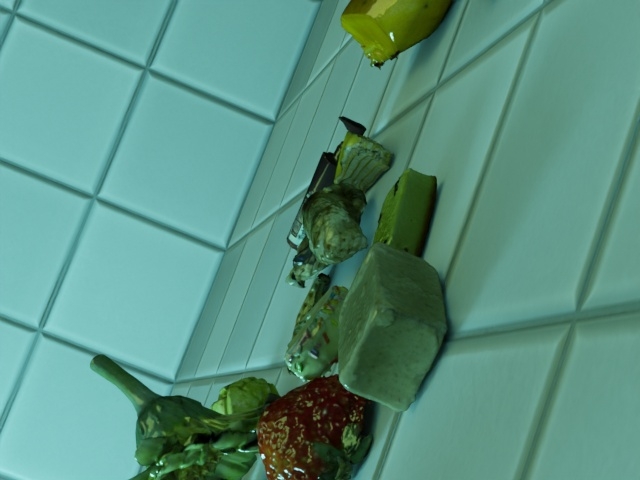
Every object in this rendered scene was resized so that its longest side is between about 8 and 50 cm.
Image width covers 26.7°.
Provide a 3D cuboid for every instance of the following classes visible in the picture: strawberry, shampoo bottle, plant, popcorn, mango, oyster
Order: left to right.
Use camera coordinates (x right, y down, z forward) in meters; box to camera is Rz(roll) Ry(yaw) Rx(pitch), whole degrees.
[{"bbox_3d":[-0.169,0.265,1.862,0.306,0.261,0.297,82,173,-60],"label":"plant"},{"bbox_3d":[-0.111,0.268,2.042,0.120,0.116,0.106,-30,42,-8],"label":"popcorn"},{"bbox_3d":[-0.017,0.218,1.566,0.236,0.106,0.175,164,128,-79],"label":"strawberry"},{"bbox_3d":[-0.005,0.003,2.029,0.294,0.094,0.166,-48,18,57],"label":"oyster"},{"bbox_3d":[0.013,-0.090,2.244,0.067,0.068,0.236,-87,22,-70],"label":"shampoo bottle"},{"bbox_3d":[0.124,-0.356,2.055,0.154,0.126,0.252,-50,9,-28],"label":"mango"}]

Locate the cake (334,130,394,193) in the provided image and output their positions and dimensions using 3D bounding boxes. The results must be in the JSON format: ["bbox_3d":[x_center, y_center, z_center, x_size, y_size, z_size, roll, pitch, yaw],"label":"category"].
[{"bbox_3d":[0.051,-0.109,2.054,0.116,0.079,0.185,-63,14,11],"label":"cake"}]

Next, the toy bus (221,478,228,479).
[{"bbox_3d":[-0.194,0.402,2.153,0.199,0.108,0.096,-141,73,-81],"label":"toy bus"}]

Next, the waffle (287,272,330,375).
[{"bbox_3d":[-0.019,0.127,2.056,0.153,0.023,0.097,-78,13,-55],"label":"waffle"}]

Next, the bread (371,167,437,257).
[{"bbox_3d":[0.085,0.028,1.601,0.088,0.049,0.226,127,162,-58],"label":"bread"}]

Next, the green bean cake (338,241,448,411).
[{"bbox_3d":[0.073,0.088,1.417,0.179,0.085,0.109,-88,21,-68],"label":"green bean cake"}]

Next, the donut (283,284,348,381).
[{"bbox_3d":[0.011,0.114,1.735,0.108,0.065,0.166,-49,2,12],"label":"donut"}]
